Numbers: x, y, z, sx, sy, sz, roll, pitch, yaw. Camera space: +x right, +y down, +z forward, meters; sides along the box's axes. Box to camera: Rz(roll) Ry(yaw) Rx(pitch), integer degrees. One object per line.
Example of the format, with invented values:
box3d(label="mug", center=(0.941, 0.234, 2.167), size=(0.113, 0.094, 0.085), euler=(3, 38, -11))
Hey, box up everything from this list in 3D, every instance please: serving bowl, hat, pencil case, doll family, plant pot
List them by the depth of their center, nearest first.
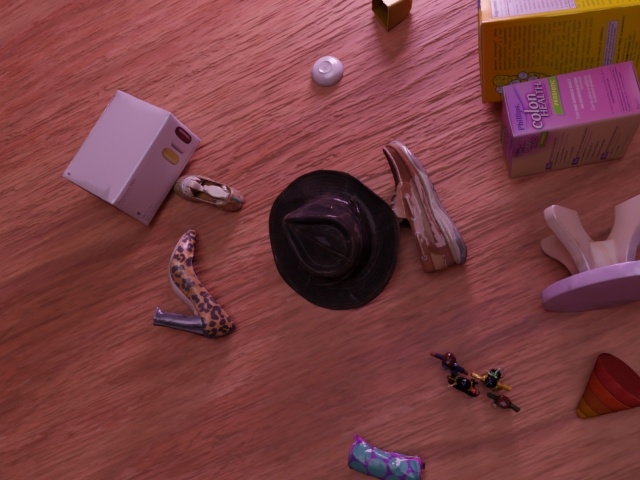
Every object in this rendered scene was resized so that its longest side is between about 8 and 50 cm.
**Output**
box3d(label="doll family", center=(0.304, 0.278, 1.214), size=(0.193, 0.111, 0.076), euler=(15, 78, 19))
box3d(label="pencil case", center=(0.131, 0.448, 1.233), size=(0.152, 0.064, 0.070), euler=(12, 93, 17))
box3d(label="hat", center=(0.000, 0.000, 1.332), size=(0.331, 0.134, 0.331), euler=(1, 92, 25))
box3d(label="plant pot", center=(0.184, -0.597, 1.534), size=(0.083, 0.081, 0.081), euler=(-28, 68, -8))
box3d(label="serving bowl", center=(0.016, -0.434, 1.553), size=(0.083, 0.027, 0.083), euler=(-4, 72, 13))

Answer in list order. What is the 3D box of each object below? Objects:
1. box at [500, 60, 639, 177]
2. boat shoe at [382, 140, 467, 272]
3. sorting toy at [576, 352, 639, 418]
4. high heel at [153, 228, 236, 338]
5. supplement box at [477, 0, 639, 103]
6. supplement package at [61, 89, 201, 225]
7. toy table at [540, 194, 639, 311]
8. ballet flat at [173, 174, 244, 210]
box3d(label="box", center=(0.507, -0.241, 1.265), size=(0.243, 0.213, 0.117), euler=(-10, 71, 12))
box3d(label="boat shoe", center=(0.204, -0.076, 1.347), size=(0.116, 0.123, 0.324), euler=(-27, 67, 8))
box3d(label="sorting toy", center=(0.617, 0.382, 1.125), size=(0.365, 0.127, 0.126), euler=(47, 119, 19))
box3d(label="high heel", center=(-0.273, 0.102, 1.455), size=(0.186, 0.093, 0.261), euler=(12, 63, -5))
box3d(label="supplement box", center=(0.519, -0.437, 1.300), size=(0.357, 0.195, 0.194), euler=(-2, 45, 14))
box3d(label="supplement package", center=(-0.471, -0.208, 1.538), size=(0.204, 0.145, 0.262), euler=(26, 82, 28))
box3d(label="toy table", center=(0.539, 0.029, 1.169), size=(0.274, 0.252, 0.160), euler=(-25, 58, 45))
box3d(label="ballet flat", center=(-0.286, -0.128, 1.518), size=(0.206, 0.067, 0.073), euler=(14, 79, 19))
